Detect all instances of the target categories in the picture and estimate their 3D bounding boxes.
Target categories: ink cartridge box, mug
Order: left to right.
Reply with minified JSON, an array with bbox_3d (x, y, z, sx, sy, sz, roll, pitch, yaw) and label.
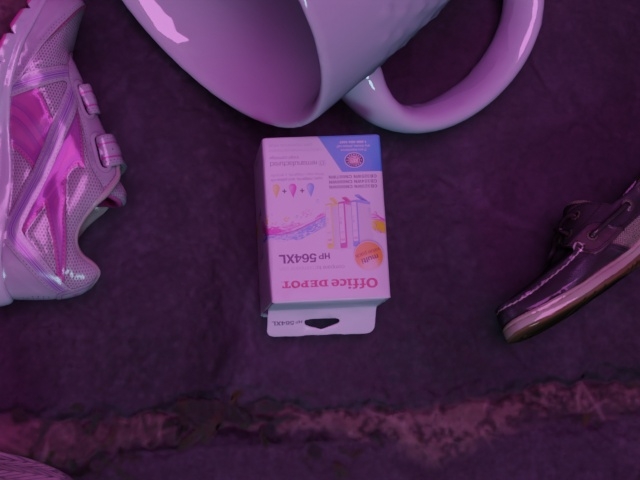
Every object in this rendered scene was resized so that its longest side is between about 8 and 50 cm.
[{"bbox_3d":[0.000,0.000,0.913,0.092,0.090,0.143,-3,80,-8],"label":"ink cartridge box"},{"bbox_3d":[0.041,-0.253,0.897,0.328,0.276,0.374,-43,118,-19],"label":"mug"}]

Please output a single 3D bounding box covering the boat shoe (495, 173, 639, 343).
[{"bbox_3d":[0.220,0.000,0.952,0.223,0.080,0.073,-32,80,-17],"label":"boat shoe"}]

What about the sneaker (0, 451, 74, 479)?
[{"bbox_3d":[-0.340,0.226,0.819,0.350,0.131,0.148,-2,87,-2],"label":"sneaker"}]

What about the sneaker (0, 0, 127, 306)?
[{"bbox_3d":[-0.198,-0.066,0.902,0.111,0.103,0.252,9,85,-10],"label":"sneaker"}]
